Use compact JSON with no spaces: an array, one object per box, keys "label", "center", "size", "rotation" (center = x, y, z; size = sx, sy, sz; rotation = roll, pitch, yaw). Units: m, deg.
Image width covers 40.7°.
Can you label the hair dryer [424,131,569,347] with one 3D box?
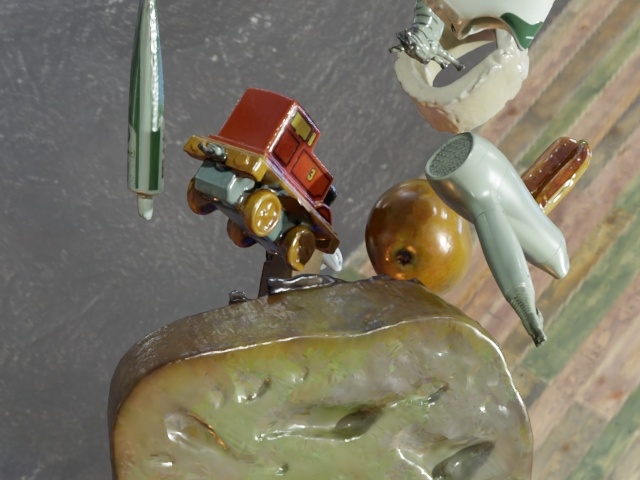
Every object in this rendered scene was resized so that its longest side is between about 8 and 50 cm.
[{"label":"hair dryer","center":[0.197,0.022,0.836],"size":[0.075,0.237,0.206],"rotation":[-36,123,25]}]

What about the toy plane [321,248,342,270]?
[{"label":"toy plane","center":[0.000,0.000,2.007],"size":[0.066,0.171,0.162],"rotation":[-27,160,14]}]

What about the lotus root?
[{"label":"lotus root","center":[-0.012,0.203,0.710],"size":[0.375,0.111,0.390],"rotation":[40,92,-22]}]

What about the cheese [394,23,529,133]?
[{"label":"cheese","center":[0.367,-0.447,2.178],"size":[0.332,0.292,0.153],"rotation":[-35,142,11]}]

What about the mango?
[{"label":"mango","center":[0.188,-0.001,1.554],"size":[0.317,0.173,0.211],"rotation":[4,81,-67]}]

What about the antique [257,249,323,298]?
[{"label":"antique","center":[-0.063,0.093,1.762],"size":[0.087,0.093,0.309],"rotation":[17,78,-45]}]

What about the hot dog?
[{"label":"hot dog","center":[0.335,-0.085,1.280],"size":[0.188,0.072,0.055],"rotation":[-43,148,-20]}]

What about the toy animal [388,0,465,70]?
[{"label":"toy animal","center":[0.200,-0.395,1.609],"size":[0.176,0.073,0.216],"rotation":[28,61,-42]}]

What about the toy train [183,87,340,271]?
[{"label":"toy train","center":[-0.085,-0.103,1.472],"size":[0.231,0.163,0.369],"rotation":[-60,146,-10]}]

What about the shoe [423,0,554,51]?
[{"label":"shoe","center":[0.171,-0.323,1.123],"size":[0.095,0.265,0.110],"rotation":[-2,109,-67]}]

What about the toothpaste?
[{"label":"toothpaste","center":[-0.285,-0.226,1.421],"size":[0.061,0.099,0.392],"rotation":[0,106,-17]}]
